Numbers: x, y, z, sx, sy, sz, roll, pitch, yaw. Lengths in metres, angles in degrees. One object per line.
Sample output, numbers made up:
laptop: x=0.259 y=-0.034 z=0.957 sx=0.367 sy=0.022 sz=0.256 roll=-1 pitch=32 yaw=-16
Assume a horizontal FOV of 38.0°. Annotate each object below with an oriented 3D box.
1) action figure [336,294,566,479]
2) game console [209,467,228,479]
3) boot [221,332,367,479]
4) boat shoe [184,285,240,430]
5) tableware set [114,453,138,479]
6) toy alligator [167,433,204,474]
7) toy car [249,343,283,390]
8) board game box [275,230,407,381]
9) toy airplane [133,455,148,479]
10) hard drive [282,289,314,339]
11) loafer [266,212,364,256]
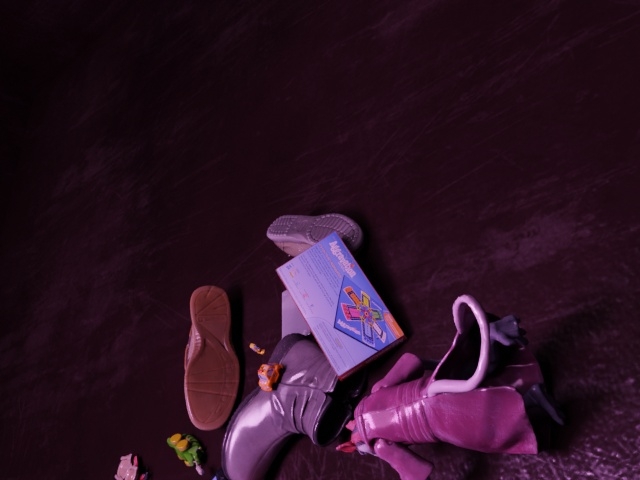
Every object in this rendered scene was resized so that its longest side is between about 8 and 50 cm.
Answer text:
action figure: x=0.165 y=0.269 z=1.417 sx=0.370 sy=0.276 sz=0.248 roll=-24 pitch=58 yaw=28
game console: x=-0.252 y=0.553 z=1.976 sx=0.122 sy=0.071 sz=0.107 roll=-49 pitch=38 yaw=24
boot: x=-0.056 y=0.350 z=1.784 sx=0.223 sy=0.118 sz=0.338 roll=21 pitch=88 yaw=55
boat shoe: x=-0.254 y=0.278 z=2.122 sx=0.123 sy=0.123 sz=0.342 roll=110 pitch=156 yaw=-58
tableware set: x=-0.487 y=0.603 z=2.263 sx=0.141 sy=0.020 sz=0.168 roll=-1 pitch=65 yaw=59
toy alligator: x=-0.288 y=0.474 z=2.093 sx=0.051 sy=0.056 sz=0.190 roll=-33 pitch=26 yaw=-23
toy car: x=-0.121 y=0.247 z=1.829 sx=0.060 sy=0.040 sz=0.122 roll=-54 pitch=36 yaw=-4
board game box: x=0.035 y=0.119 z=1.769 sx=0.145 sy=0.027 sz=0.281 roll=-33 pitch=53 yaw=2
toy airplane: x=-0.456 y=0.607 z=2.260 sx=0.151 sy=0.028 sz=0.151 roll=-39 pitch=37 yaw=38
hard drive: x=-0.046 y=0.156 z=1.966 sx=0.094 sy=0.022 sz=0.135 roll=-32 pitch=48 yaw=40
loafer: x=0.000 y=0.000 z=1.955 sx=0.251 sy=0.087 sz=0.094 roll=10 pitch=54 yaw=44
